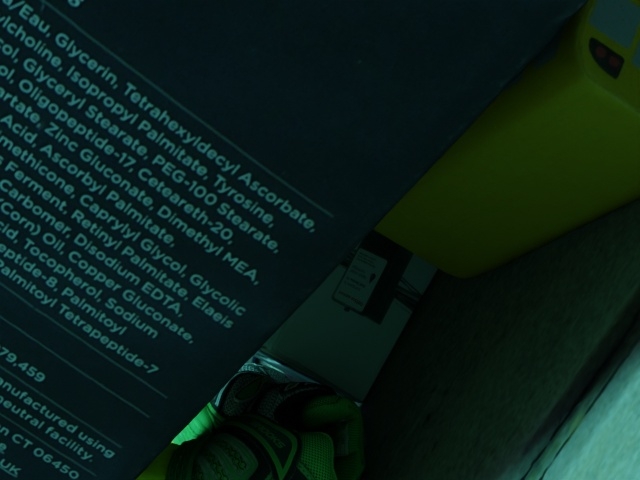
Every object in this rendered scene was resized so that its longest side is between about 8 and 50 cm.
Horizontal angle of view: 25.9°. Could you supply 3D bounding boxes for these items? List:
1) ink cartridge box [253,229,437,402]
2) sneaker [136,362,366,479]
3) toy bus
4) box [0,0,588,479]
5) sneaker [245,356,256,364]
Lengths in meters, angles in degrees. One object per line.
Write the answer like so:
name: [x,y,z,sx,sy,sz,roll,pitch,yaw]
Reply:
ink cartridge box: [0.028,0.013,1.079,0.208,0.087,0.153,-59,12,-8]
sneaker: [-0.032,0.156,0.964,0.146,0.134,0.343,-21,8,3]
toy bus: [0.122,-0.069,0.848,0.130,0.108,0.333,-66,14,-24]
box: [-0.082,-0.153,0.852,0.472,0.297,0.480,-49,10,31]
sneaker: [-0.122,0.142,1.402,0.211,0.080,0.081,-63,9,-16]
